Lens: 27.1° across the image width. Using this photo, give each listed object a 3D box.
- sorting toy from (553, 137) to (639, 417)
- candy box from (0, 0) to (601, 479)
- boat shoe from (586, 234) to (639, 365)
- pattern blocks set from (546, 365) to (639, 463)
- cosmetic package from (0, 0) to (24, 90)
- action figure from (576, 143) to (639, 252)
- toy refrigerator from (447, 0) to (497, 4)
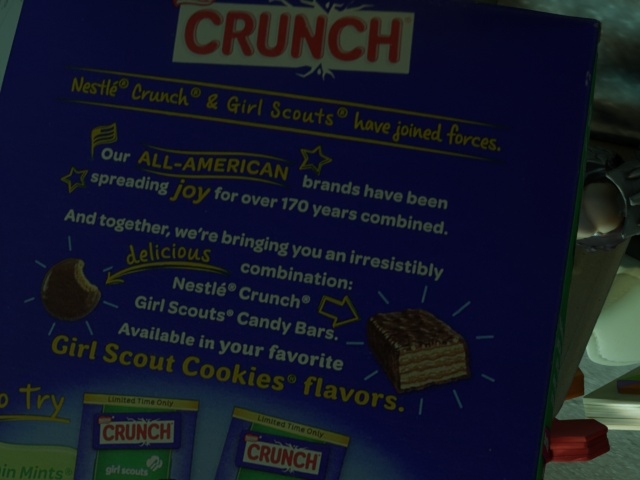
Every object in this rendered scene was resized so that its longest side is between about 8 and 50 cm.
[{"bbox_3d":[0.112,0.011,0.906,0.193,0.208,0.038,16,161,35],"label":"sorting toy"},{"bbox_3d":[-0.025,0.045,0.609,0.268,0.317,0.122,9,167,9],"label":"candy box"},{"bbox_3d":[0.217,0.026,1.044,0.305,0.109,0.091,22,-145,-50],"label":"boat shoe"},{"bbox_3d":[0.271,0.097,0.906,0.285,0.026,0.325,-5,-173,24],"label":"pattern blocks set"},{"bbox_3d":[-0.337,-0.171,0.742,0.329,0.327,0.393,24,168,-1],"label":"cosmetic package"},{"bbox_3d":[0.105,-0.014,0.798,0.285,0.099,0.185,-21,167,23],"label":"action figure"},{"bbox_3d":[0.039,-0.143,0.687,0.102,0.094,0.269,16,167,9],"label":"toy refrigerator"}]
